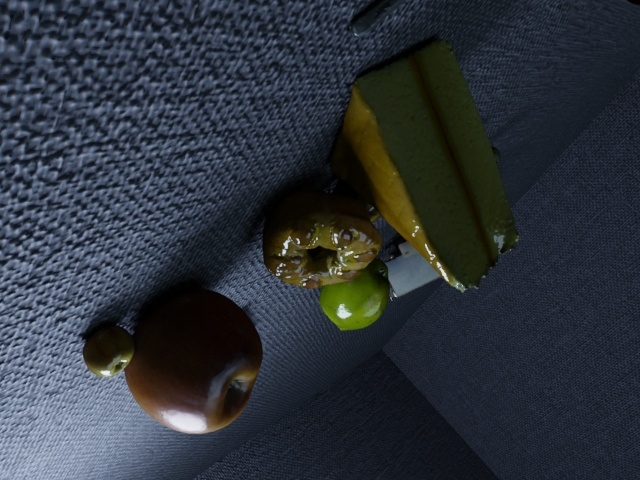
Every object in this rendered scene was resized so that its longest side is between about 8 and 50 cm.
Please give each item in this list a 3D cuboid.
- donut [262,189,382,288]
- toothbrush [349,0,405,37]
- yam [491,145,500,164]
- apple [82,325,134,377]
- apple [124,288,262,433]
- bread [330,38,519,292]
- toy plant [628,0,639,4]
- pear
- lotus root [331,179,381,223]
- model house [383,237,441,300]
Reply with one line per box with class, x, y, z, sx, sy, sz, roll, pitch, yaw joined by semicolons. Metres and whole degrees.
donut;-0.002;0.001;1.155;0.226;0.114;0.227;-8;145;-6
toothbrush;0.156;-0.380;0.861;0.297;0.030;0.030;-40;137;-5
yam;0.455;-0.216;1.827;0.179;0.078;0.078;-36;161;-17
apple;-0.347;0.183;1.008;0.084;0.071;0.084;-39;163;-14
apple;-0.220;0.222;1.111;0.253;0.253;0.253;-38;162;-15
bread;0.223;-0.120;1.067;0.233;0.362;0.245;-33;163;-27
toy plant;0.761;-0.650;1.356;0.218;0.175;0.235;-37;135;-42
pear;0.106;0.147;1.726;0.219;0.187;0.187;-38;163;6
lotus root;0.094;-0.100;1.244;0.209;0.120;0.120;-43;163;15
model house;0.311;0.071;2.023;0.271;0.178;0.206;-28;179;2
